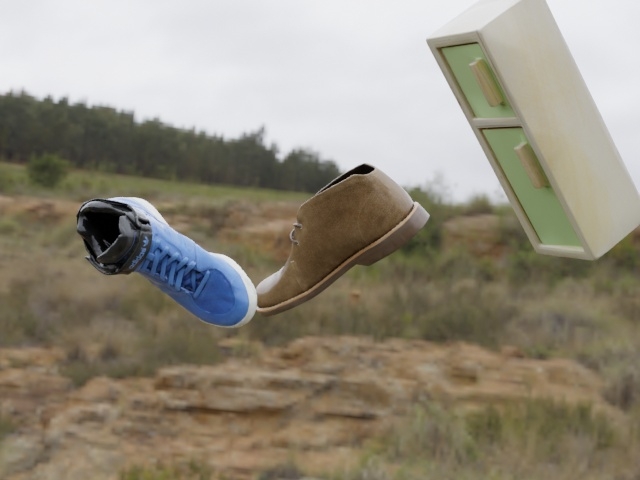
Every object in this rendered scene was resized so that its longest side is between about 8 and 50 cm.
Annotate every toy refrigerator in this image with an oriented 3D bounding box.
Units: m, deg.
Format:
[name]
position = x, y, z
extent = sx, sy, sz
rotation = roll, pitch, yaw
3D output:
[toy refrigerator]
position = 0.220, -0.113, 1.211
extent = 0.094, 0.269, 0.102
rotation = -36, 19, -20

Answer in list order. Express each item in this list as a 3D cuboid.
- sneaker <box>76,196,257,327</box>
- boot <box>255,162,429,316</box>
[sneaker]
position = -0.123, 0.017, 0.902
extent = 0.152, 0.058, 0.084
rotation = 40, 16, 19
[boot]
position = 0.000, 0.000, 1.551
extent = 0.305, 0.115, 0.112
rotation = -35, 12, 38
